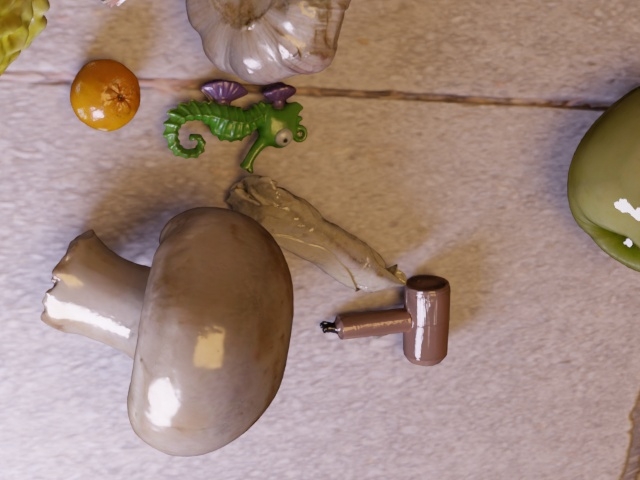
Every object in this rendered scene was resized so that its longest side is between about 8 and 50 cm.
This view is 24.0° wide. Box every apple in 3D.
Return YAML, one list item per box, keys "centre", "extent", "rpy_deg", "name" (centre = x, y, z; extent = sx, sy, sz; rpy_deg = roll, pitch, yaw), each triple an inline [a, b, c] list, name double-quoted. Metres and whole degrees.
- centre: [0.466, -0.081, 2.024]
  extent: [0.279, 0.279, 0.279]
  rpy_deg: [-9, 110, -24]
  name: "apple"

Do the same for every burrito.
- centre: [0.000, 0.000, 1.918]
  extent: [0.275, 0.082, 0.059]
  rpy_deg: [34, 60, -34]
  name: "burrito"

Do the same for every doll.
- centre: [-0.102, -0.139, 1.829]
  extent: [0.190, 0.050, 0.115]
  rpy_deg: [2, 99, -26]
  name: "doll"

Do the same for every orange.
- centre: [-0.248, -0.167, 1.733]
  extent: [0.083, 0.070, 0.083]
  rpy_deg: [-8, 107, -28]
  name: "orange"

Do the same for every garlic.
- centre: [-0.037, -0.290, 1.755]
  extent: [0.212, 0.218, 0.218]
  rpy_deg: [-20, 120, -58]
  name: "garlic"

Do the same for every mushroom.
- centre: [-0.180, 0.102, 1.758]
  extent: [0.290, 0.297, 0.297]
  rpy_deg: [10, 103, -1]
  name: "mushroom"

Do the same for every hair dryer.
- centre: [0.086, 0.113, 2.008]
  extent: [0.182, 0.064, 0.117]
  rpy_deg: [-5, 110, -17]
  name: "hair dryer"

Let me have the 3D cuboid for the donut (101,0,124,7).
- centre: [-0.243, -0.349, 1.679]
  extent: [0.117, 0.065, 0.166]
  rpy_deg: [-44, 122, -7]
  name: "donut"

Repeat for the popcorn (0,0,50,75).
- centre: [-0.400, -0.264, 1.552]
  extent: [0.212, 0.259, 0.259]
  rpy_deg: [-6, 111, -51]
  name: "popcorn"
